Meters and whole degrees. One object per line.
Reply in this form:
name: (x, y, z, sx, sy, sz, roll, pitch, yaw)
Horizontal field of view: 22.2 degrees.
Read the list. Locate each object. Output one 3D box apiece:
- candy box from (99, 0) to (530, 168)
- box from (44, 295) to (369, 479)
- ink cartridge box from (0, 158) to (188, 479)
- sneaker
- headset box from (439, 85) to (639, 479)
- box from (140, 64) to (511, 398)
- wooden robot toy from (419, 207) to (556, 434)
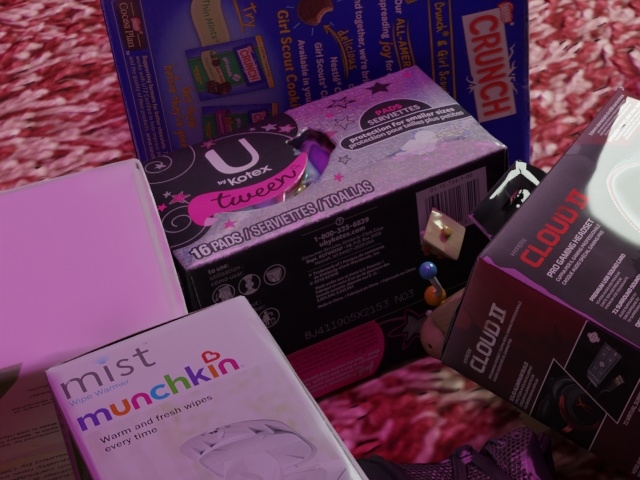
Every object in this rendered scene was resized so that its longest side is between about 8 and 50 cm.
candy box: (0.002, -0.154, 1.297, 0.317, 0.268, 0.122, -6, 43, 1)
box: (-0.032, 0.204, 0.868, 0.126, 0.262, 0.231, -21, 42, -15)
ink cartridge box: (-0.186, 0.082, 1.015, 0.201, 0.278, 0.117, -15, 67, -9)
sneaker: (0.068, 0.168, 1.039, 0.227, 0.087, 0.130, 18, 43, 24)
headset box: (0.235, 0.042, 1.058, 0.293, 0.110, 0.218, 31, 48, 16)
box: (0.000, 0.000, 1.190, 0.247, 0.163, 0.142, -22, 39, -17)
wooden robot toy: (0.108, 0.062, 1.142, 0.173, 0.079, 0.076, 52, 49, -1)
